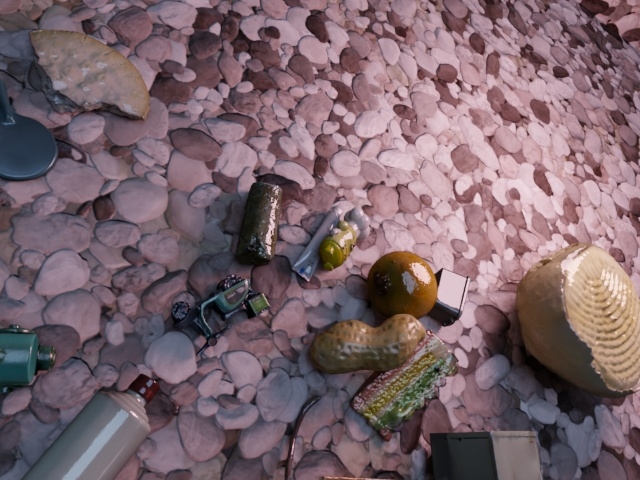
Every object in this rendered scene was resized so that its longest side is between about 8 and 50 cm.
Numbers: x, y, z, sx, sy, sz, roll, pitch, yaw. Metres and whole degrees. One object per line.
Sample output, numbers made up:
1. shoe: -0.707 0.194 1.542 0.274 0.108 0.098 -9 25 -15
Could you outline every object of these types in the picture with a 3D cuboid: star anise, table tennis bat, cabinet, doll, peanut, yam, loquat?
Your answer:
1. star anise: -0.021 0.393 0.788 0.218 0.148 0.227 -3 68 -54
2. table tennis bat: -0.547 -0.197 0.847 0.124 0.033 0.201 -19 80 -33
3. cabinet: 0.317 0.468 0.893 0.150 0.145 0.206 15 62 -34
4. doll: 0.053 -0.005 1.019 0.062 0.106 0.162 21 46 23
5. peanut: 0.092 0.200 0.918 0.229 0.098 0.103 -5 88 -3
6. yam: -0.118 -0.037 0.958 0.078 0.078 0.179 17 63 -19
7. loquat: 0.171 0.096 1.004 0.163 0.137 0.163 7 78 -34

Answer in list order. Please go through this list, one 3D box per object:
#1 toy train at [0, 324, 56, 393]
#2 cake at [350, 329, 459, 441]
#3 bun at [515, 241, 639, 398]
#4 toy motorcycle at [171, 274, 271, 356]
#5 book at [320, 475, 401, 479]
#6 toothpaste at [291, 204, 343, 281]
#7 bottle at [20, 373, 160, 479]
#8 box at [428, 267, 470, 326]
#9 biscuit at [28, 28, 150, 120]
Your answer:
1. toy train: -0.498 0.158 0.644 0.248 0.159 0.101 6 71 -25
2. cake: 0.167 0.289 0.978 0.225 0.090 0.109 -40 91 -14
3. bun: 0.601 0.187 1.136 0.364 0.202 0.364 13 64 -28
4. toy motorcycle: -0.183 0.127 0.868 0.173 0.058 0.100 -29 89 -34
5. book: 0.129 0.545 0.860 0.295 0.020 0.208 13 63 -21
6. toothpaste: 0.000 0.000 1.028 0.048 0.031 0.190 40 60 -17
7. bottle: -0.328 0.303 0.692 0.104 0.104 0.245 40 57 -6
8. box: 0.280 0.124 1.080 0.069 0.084 0.122 27 58 -5
9. biscuit: -0.457 -0.321 0.939 0.265 0.040 0.188 33 56 -10
